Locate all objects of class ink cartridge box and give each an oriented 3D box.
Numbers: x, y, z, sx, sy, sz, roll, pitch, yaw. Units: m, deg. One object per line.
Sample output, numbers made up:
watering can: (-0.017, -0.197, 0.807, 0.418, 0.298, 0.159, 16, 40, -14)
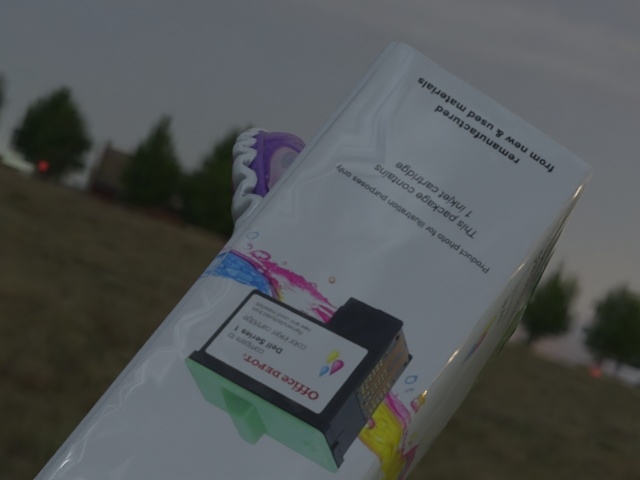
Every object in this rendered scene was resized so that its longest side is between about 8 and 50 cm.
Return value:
ink cartridge box: (-0.010, 0.076, 0.921, 0.117, 0.278, 0.201, 35, -23, 9)

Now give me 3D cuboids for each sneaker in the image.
sneaker: (0.000, 0.000, 1.165, 0.105, 0.095, 0.236, -8, 24, 0)
